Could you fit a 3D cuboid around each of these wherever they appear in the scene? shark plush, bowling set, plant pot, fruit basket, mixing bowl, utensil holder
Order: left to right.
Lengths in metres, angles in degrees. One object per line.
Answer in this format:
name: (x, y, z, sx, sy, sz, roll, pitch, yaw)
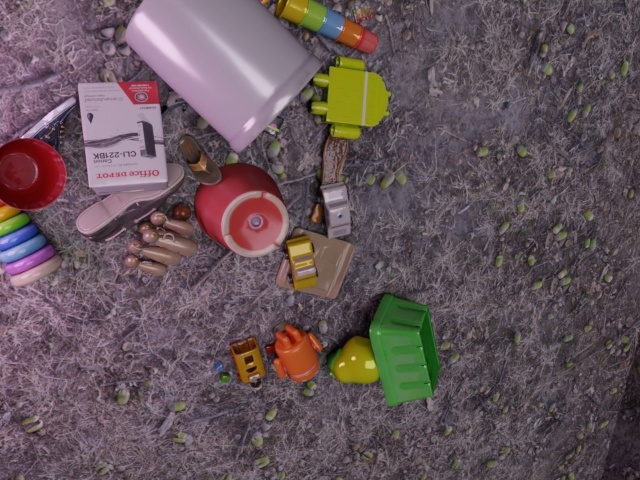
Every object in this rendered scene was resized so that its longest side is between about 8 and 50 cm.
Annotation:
mixing bowl: (-0.761, -0.174, 1.348, 0.181, 0.098, 0.181, -15, 111, -42)
bowling set: (-0.471, -0.026, 1.538, 0.154, 0.287, 0.200, 21, 56, -33)
shark plush: (-0.392, -0.389, 1.491, 0.161, 0.073, 0.067, -45, 148, -7)
utensil holder: (-0.241, -0.474, 1.342, 0.385, 0.327, 0.327, 44, 89, -15)
plant pot: (-0.218, -0.080, 1.556, 0.275, 0.243, 0.275, -7, 109, -19)
fruit basket: (0.224, 0.411, 1.930, 0.392, 0.283, 0.392, 11, 122, 18)

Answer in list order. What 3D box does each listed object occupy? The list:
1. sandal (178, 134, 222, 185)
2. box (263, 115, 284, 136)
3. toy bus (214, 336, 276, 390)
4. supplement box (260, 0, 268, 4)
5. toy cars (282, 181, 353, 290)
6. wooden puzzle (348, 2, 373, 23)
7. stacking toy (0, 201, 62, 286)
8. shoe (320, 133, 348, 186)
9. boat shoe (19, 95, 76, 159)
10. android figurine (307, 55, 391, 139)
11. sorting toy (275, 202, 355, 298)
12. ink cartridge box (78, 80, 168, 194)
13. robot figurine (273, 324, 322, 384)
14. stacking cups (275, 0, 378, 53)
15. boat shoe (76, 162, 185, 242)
sandal: (-0.352, -0.230, 1.513, 0.072, 0.049, 0.180, -36, 82, 2)
box: (-0.163, -0.358, 1.589, 0.083, 0.052, 0.062, 21, 100, -25)
toy bus: (-0.239, 0.437, 1.800, 0.202, 0.104, 0.191, 27, 96, -26)
supplement box: (-0.232, -0.707, 1.427, 0.104, 0.081, 0.188, -40, 118, -4)
toy cars: (0.000, 0.000, 1.700, 0.176, 0.087, 0.393, 27, 102, -27)
wooden puzzle: (0.125, -0.697, 1.612, 0.083, 0.006, 0.049, -23, 114, -13)
stacking toy: (-0.836, -0.046, 1.400, 0.141, 0.141, 0.330, -28, 109, -11)
shoe: (0.040, -0.255, 1.707, 0.076, 0.058, 0.219, 12, 100, -4)
boat shoe: (-0.699, -0.298, 1.398, 0.183, 0.065, 0.083, -39, 122, 3)
android figurine: (0.095, -0.441, 1.635, 0.273, 0.056, 0.248, 0, 95, -20)
sorting toy: (-0.002, 0.035, 1.797, 0.229, 0.041, 0.307, 17, 101, -21)
ink cartridge box: (-0.516, -0.269, 1.394, 0.197, 0.114, 0.273, -7, 90, -16)
robot figurine: (-0.078, 0.400, 1.838, 0.128, 0.158, 0.219, -10, 117, 24)
stacking cups: (0.031, -0.637, 1.544, 0.316, 0.096, 0.096, 14, 102, -24)
boat shoe: (-0.532, -0.108, 1.514, 0.335, 0.112, 0.095, -33, 156, -8)
